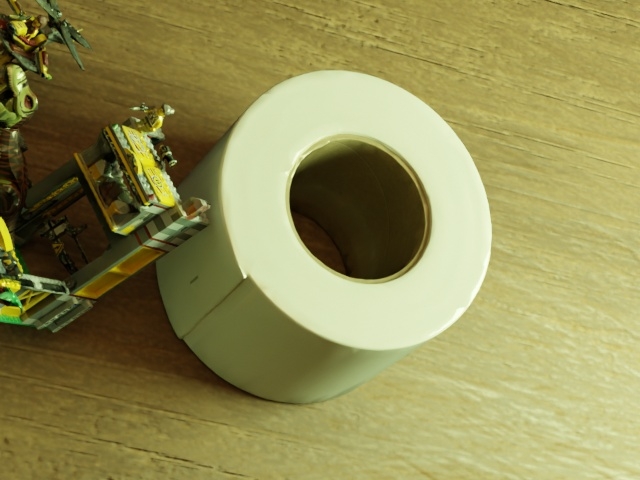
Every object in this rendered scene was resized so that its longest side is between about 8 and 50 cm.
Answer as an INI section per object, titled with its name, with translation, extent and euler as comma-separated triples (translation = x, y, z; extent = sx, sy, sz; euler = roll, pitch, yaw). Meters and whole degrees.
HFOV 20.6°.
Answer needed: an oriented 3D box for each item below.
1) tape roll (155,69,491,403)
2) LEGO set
[tape roll]
translation = 0.000, 0.000, 1.492
extent = 0.246, 0.169, 0.246
euler = 8, 67, -21
[LEGO set]
translation = -0.229, -0.089, 1.351
extent = 0.255, 0.192, 0.331
euler = 30, 30, -60
